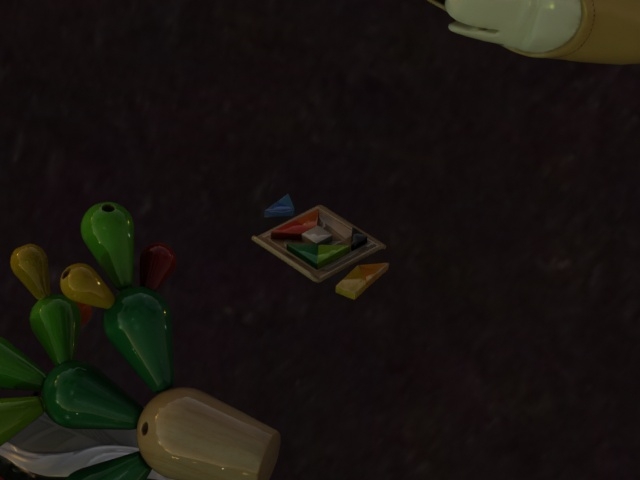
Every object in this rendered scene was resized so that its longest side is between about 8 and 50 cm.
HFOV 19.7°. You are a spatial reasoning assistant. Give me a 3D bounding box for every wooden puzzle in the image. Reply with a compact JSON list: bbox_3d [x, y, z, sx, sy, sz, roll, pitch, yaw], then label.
[{"bbox_3d":[0.000,0.000,1.282,0.116,0.014,0.078,27,39,32],"label":"wooden puzzle"}]

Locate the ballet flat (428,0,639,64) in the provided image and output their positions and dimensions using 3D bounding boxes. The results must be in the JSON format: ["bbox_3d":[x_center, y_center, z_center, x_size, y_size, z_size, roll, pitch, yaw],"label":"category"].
[{"bbox_3d":[0.054,-0.130,0.843,0.232,0.080,0.073,28,46,12],"label":"ballet flat"}]

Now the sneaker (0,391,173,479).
[{"bbox_3d":[-0.248,0.171,1.553,0.271,0.100,0.108,11,50,-28],"label":"sneaker"}]

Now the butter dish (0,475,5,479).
[{"bbox_3d":[-0.250,0.217,1.257,0.118,0.160,0.160,22,96,-10],"label":"butter dish"}]

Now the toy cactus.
[{"bbox_3d":[-0.110,0.097,1.003,0.180,0.112,0.219,17,83,14],"label":"toy cactus"}]
